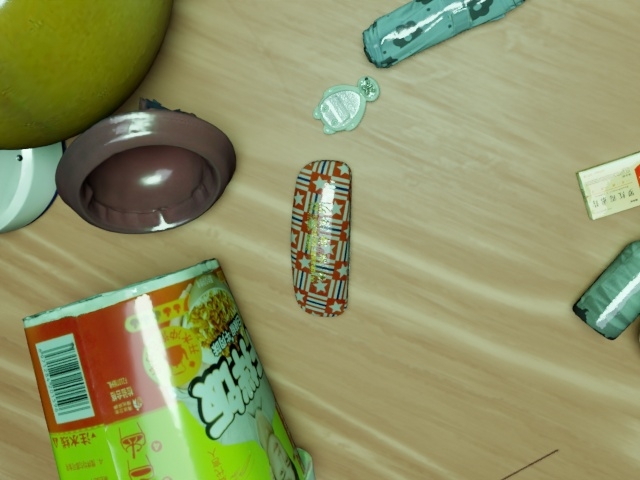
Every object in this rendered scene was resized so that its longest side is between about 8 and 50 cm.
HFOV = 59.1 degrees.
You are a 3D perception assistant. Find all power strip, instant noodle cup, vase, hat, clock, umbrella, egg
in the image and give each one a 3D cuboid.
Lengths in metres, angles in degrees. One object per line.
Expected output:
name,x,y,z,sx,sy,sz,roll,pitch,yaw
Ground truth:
power strip,0.031,-0.159,0.657,0.083,0.035,0.055,-33,96,16
instant noodle cup,-0.179,0.196,0.659,0.294,0.294,0.307,-16,93,11
vase,0.376,0.017,0.631,0.060,0.060,0.211,37,104,-1
hat,-0.197,-0.087,0.646,0.206,0.205,0.089,-26,60,13
clock,-0.447,-0.115,0.712,0.231,0.083,0.230,2,104,8
umbrella,0.162,-0.259,0.608,0.251,0.052,0.053,-24,63,13
egg,-0.291,-0.257,0.550,0.283,0.282,0.351,17,77,4

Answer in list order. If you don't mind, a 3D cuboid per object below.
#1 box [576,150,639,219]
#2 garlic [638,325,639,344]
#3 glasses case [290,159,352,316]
box,0.346,-0.066,0.640,0.093,0.015,0.058,-18,97,12
garlic,0.432,0.130,0.625,0.207,0.128,0.115,35,146,6
glasses case,0.000,0.000,0.686,0.073,0.049,0.194,2,102,8
